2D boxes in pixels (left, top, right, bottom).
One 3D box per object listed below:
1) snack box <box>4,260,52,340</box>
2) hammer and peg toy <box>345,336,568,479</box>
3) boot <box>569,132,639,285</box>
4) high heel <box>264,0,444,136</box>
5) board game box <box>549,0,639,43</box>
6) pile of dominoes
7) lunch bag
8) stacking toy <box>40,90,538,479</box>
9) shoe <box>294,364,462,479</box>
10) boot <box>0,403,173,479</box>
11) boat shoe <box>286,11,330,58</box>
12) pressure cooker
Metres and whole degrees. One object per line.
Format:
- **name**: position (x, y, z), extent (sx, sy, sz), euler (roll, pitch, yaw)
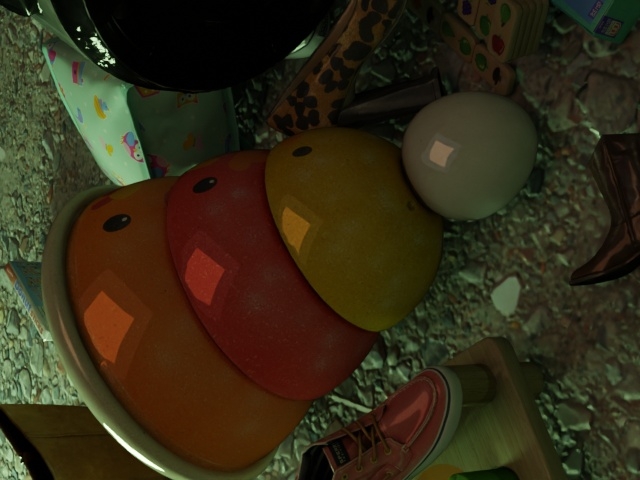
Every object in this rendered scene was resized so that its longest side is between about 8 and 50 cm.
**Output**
- **snack box**: position (-0.425, 0.091, 1.649), extent (0.178, 0.064, 0.022), euler (48, 122, 39)
- **hammer and peg toy**: position (0.132, 0.300, 0.951), extent (0.266, 0.127, 0.361), euler (-39, 59, 40)
- **boot**: position (0.243, -0.028, 0.915), extent (0.106, 0.037, 0.114), euler (-27, 70, 30)
- **high heel**: position (0.003, -0.227, 1.053), extent (0.186, 0.093, 0.261), euler (-12, 109, 14)
- **board game box**: position (0.228, -0.296, 0.945), extent (0.210, 0.047, 0.160), euler (53, 125, 38)
- **pile of dominoes**: position (0.121, -0.268, 1.011), extent (0.251, 0.040, 0.196), euler (52, 149, 37)
- **lunch bag**: position (-0.204, -0.133, 1.340), extent (0.223, 0.160, 0.262), euler (30, 144, 45)
- **stacking toy**: position (0.000, 0.000, 1.059), extent (0.480, 0.350, 0.350), euler (-32, 63, 22)
- **shoe**: position (0.044, 0.174, 0.903), extent (0.178, 0.081, 0.063), euler (-57, 46, 28)
- **boot**: position (-0.260, 0.214, 1.288), extent (0.264, 0.280, 0.096), euler (51, 124, 37)
- **boat shoe**: position (-0.102, -0.248, 1.289), extent (0.258, 0.084, 0.095), euler (-11, 79, 48)
- **pressure cooker**: position (-0.205, -0.380, 1.106), extent (0.420, 0.375, 0.370), euler (39, 93, 37)
